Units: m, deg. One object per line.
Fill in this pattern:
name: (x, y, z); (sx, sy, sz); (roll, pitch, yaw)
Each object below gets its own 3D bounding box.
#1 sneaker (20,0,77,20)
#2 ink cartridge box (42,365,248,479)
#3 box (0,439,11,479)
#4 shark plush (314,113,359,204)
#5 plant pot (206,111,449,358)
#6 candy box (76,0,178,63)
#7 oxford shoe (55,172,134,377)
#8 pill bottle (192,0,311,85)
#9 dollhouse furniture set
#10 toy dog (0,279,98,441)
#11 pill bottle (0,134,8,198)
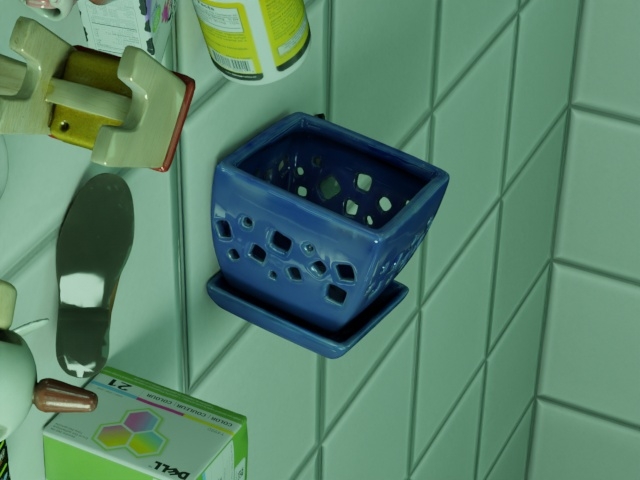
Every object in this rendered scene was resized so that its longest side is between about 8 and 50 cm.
sneaker: (-0.246, -0.252, 1.514); (0.134, 0.051, 0.070); (79, 28, -58)
ink cartridge box: (-0.217, 0.265, 1.778); (0.255, 0.189, 0.097); (-47, 148, -50)
box: (-0.358, 0.265, 1.573); (0.184, 0.045, 0.190); (96, 20, -55)
shark plush: (0.013, -0.097, 2.298); (0.067, 0.073, 0.161); (-25, 140, -24)
plant pot: (0.000, 0.000, 2.095); (0.236, 0.236, 0.212); (-39, 147, -56)
candy box: (-0.174, -0.274, 1.565); (0.196, 0.070, 0.165); (89, 12, -67)
oxford shoe: (-0.241, 0.032, 1.746); (0.076, 0.076, 0.212); (-138, -120, -79)
pill bottle: (-0.083, -0.276, 1.820); (0.208, 0.119, 0.119); (75, 37, -55)
dollhouse furniture set: (-0.228, -0.184, 1.165); (0.152, 0.374, 0.201); (13, 94, -65)
toy dog: (-0.274, 0.121, 1.377); (0.334, 0.161, 0.220); (-136, -118, -76)
pill bottle: (-0.355, -0.036, 1.283); (0.229, 0.131, 0.131); (-41, 142, -55)
